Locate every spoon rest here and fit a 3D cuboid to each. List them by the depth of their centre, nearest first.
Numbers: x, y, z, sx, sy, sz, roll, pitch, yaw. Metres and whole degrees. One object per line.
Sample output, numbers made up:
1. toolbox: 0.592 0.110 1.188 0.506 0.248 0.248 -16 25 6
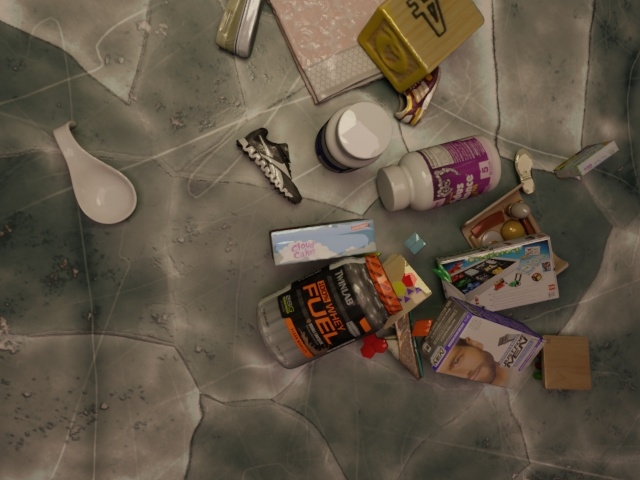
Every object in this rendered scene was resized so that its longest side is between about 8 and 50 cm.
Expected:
1. spoon rest: -0.573 -0.169 1.014 0.137 0.084 0.276 -32 98 -5

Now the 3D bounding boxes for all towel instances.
1. towel: 0.069 -0.575 1.099 0.332 0.053 0.316 -26 99 -7

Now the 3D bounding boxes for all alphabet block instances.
1. alphabet block: 0.242 -0.526 1.015 0.197 0.192 0.193 -43 100 -4

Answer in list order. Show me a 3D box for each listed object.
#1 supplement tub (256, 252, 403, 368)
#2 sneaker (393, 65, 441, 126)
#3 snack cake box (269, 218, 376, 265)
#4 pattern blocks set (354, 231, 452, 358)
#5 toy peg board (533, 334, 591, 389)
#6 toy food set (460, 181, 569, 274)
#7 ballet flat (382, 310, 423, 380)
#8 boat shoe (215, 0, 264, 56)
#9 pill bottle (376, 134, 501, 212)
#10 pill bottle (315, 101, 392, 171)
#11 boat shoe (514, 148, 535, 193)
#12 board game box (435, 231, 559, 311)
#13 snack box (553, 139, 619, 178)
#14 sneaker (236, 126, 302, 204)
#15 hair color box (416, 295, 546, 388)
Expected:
1. supplement tub: 0.024 0.175 1.050 0.338 0.207 0.207 -27 99 7
2. sneaker: 0.269 -0.420 1.136 0.084 0.069 0.185 20 91 -16
3. snack cake box: 0.000 0.000 1.088 0.265 0.152 0.089 -8 96 -8
4. pattern blocks set: 0.196 0.145 1.122 0.325 0.026 0.285 -34 73 19
5. toy peg board: 0.759 0.385 1.298 0.161 0.079 0.160 5 79 -10
6. toy food set: 0.588 0.011 1.216 0.220 0.092 0.306 -35 99 -5
7. ballet flat: 0.226 0.256 1.188 0.106 0.107 0.315 -9 92 12
8. boat shoe: -0.189 -0.627 1.025 0.094 0.109 0.302 15 95 -8
9. pill bottle: 0.317 -0.175 1.116 0.302 0.169 0.169 -16 98 -7
10. pill bottle: 0.078 -0.253 1.020 0.153 0.265 0.153 -1 95 -10
11. boat shoe: 0.615 -0.208 1.227 0.049 0.043 0.136 -13 96 17
12. board game box: 0.509 0.107 1.176 0.306 0.053 0.192 -14 105 11
13. snack box: 0.797 -0.242 1.223 0.141 0.100 0.037 -35 100 -5
14. sneaker: -0.113 -0.206 1.089 0.106 0.078 0.234 -41 98 -1
15. hair color box: 0.459 0.296 1.149 0.339 0.110 0.185 21 105 -27
